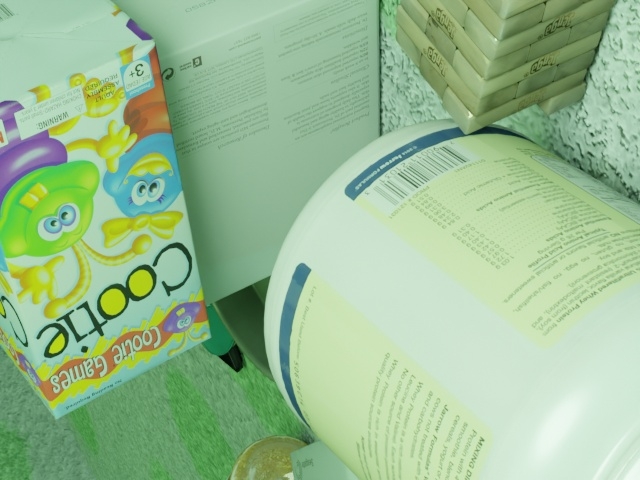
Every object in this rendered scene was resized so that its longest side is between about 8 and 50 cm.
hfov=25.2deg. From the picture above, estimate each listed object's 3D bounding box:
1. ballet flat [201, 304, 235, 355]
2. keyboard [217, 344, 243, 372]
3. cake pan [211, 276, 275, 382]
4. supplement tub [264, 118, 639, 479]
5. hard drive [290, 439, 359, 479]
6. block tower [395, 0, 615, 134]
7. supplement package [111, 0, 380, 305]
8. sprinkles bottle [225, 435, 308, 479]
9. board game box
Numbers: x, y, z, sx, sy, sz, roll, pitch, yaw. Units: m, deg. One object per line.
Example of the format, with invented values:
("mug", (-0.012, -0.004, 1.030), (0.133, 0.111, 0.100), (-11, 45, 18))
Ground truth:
("ballet flat", (-0.128, 0.060, 1.714), (0.052, 0.057, 0.168), (-95, 0, -56))
("keyboard", (-0.154, 0.094, 1.838), (0.180, 0.023, 0.108), (30, 146, 56))
("cake pan", (-0.073, 0.010, 1.499), (0.293, 0.054, 0.293), (50, 154, 35))
("supplement tub", (0.137, 0.089, 0.819), (0.325, 0.235, 0.235), (40, 148, 49))
("hard drive", (0.042, 0.382, 1.496), (0.233, 0.047, 0.353), (138, 124, -69))
("block tower", (0.116, -0.194, 0.757), (0.091, 0.097, 0.335), (55, 158, 27))
("supplement package", (-0.084, -0.124, 1.167), (0.198, 0.199, 0.263), (48, 153, 38))
("sprinkles bottle", (-0.079, 0.346, 1.793), (0.121, 0.121, 0.355), (60, 159, 15))
("board game box", (-0.189, -0.033, 1.039), (0.142, 0.144, 0.275), (42, 151, 40))
